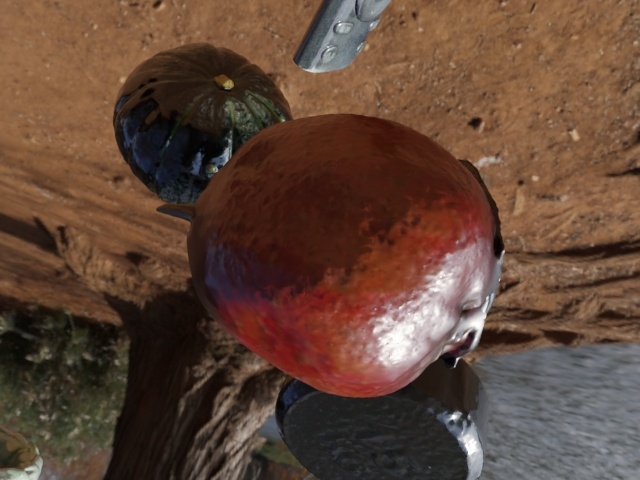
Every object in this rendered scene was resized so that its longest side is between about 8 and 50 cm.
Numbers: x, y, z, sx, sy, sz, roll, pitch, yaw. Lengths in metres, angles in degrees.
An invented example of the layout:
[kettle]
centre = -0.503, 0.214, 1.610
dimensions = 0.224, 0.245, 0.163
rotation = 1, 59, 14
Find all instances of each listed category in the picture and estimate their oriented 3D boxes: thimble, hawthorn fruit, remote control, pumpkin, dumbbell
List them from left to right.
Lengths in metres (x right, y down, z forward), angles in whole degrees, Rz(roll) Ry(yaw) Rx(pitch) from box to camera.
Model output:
[thimble]
centre = -0.544, 0.366, 0.920
dimensions = 0.211, 0.149, 0.185
rotation = 23, 179, 40
[pumpkin]
centre = -0.142, -0.142, 0.754
dimensions = 0.220, 0.220, 0.162
rotation = 23, 139, -13
[hawthorn fruit]
centre = 0.000, 0.000, 0.423
dimensions = 0.251, 0.189, 0.189
rotation = 21, 162, 8
[dumbbell]
centre = 0.093, 0.104, 0.685
dimensions = 0.203, 0.322, 0.204
rotation = 10, 128, 13
[remote control]
centre = 0.090, -0.319, 0.556
dimensions = 0.044, 0.107, 0.377
rotation = 48, 130, 15
